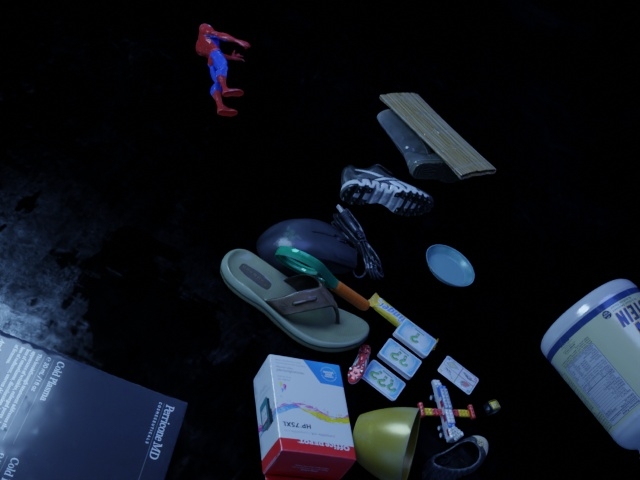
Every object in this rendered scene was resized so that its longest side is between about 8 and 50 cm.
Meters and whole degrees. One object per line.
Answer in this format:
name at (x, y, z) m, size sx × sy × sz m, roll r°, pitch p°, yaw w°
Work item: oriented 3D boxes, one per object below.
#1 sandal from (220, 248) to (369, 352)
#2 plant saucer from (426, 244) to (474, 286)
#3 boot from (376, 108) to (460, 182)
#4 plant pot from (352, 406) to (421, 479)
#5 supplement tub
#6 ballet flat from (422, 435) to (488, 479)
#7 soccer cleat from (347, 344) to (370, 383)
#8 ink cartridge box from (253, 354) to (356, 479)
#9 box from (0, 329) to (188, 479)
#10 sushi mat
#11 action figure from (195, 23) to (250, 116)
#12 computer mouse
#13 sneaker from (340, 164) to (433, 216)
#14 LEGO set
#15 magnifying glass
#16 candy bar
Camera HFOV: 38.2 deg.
sandal at (-0.046, 0.103, 1.685) m, size 0.303 × 0.086 × 0.120 m, roll 32°, pitch 37°, yaw 1°
plant saucer at (0.277, 0.059, 2.003) m, size 0.119 × 0.021 × 0.119 m, roll 19°, pitch 40°, yaw -17°
boot at (0.253, -0.237, 2.282) m, size 0.190 × 0.076 × 0.208 m, roll 6°, pitch 38°, yaw -32°
plant pot at (0.103, 0.332, 1.523) m, size 0.095 × 0.134 × 0.134 m, roll 12°, pitch 36°, yaw 15°
supplement tub at (0.627, 0.264, 1.843) m, size 0.235 × 0.235 × 0.324 m, roll -12°, pitch 56°, yaw -42°
ballet flat at (0.242, 0.380, 1.608) m, size 0.173 × 0.049 × 0.057 m, roll -17°, pitch 56°, yaw -44°
soccer cleat at (0.072, 0.228, 1.679) m, size 0.029 × 0.035 × 0.083 m, roll 11°, pitch 56°, yaw 18°
ink cartridge box at (-0.025, 0.305, 1.487) m, size 0.134 × 0.078 × 0.231 m, roll 12°, pitch 43°, yaw -23°
box at (-0.374, 0.321, 1.155) m, size 0.313 × 0.179 × 0.343 m, roll 24°, pitch 39°, yaw -9°
sushi mat at (0.283, -0.260, 2.251) m, size 0.151 × 0.019 × 0.316 m, roll -11°, pitch 50°, yaw -43°
action figure at (-0.205, -0.406, 2.132) m, size 0.139 × 0.091 × 0.280 m, roll -3°, pitch 50°, yaw -28°
computer mouse at (0.000, 0.000, 1.841) m, size 0.272 × 0.072 × 0.188 m, roll -4°, pitch 51°, yaw -37°
sneaker at (0.147, -0.121, 2.067) m, size 0.234 × 0.078 × 0.106 m, roll 10°, pitch 45°, yaw -23°
LEGO set at (0.219, 0.262, 1.710) m, size 0.244 × 0.060 × 0.182 m, roll 38°, pitch 46°, yaw 8°
magnifying glass at (0.008, 0.073, 1.735) m, size 0.231 × 0.092 × 0.026 m, roll 33°, pitch 72°, yaw -34°
candy bar at (0.163, 0.161, 1.819) m, size 0.161 × 0.018 × 0.040 m, roll 37°, pitch 38°, yaw 7°
